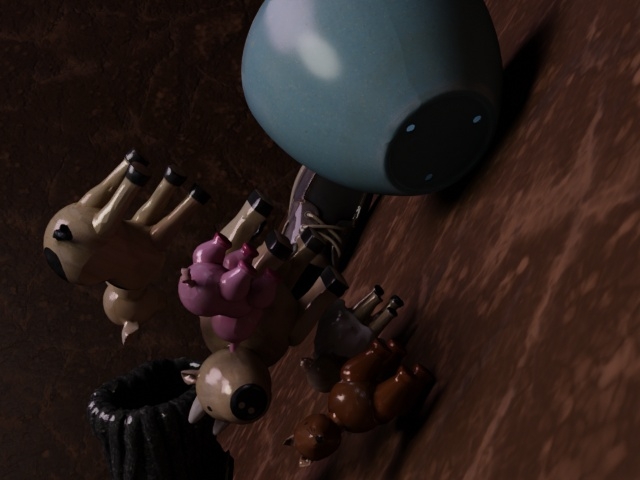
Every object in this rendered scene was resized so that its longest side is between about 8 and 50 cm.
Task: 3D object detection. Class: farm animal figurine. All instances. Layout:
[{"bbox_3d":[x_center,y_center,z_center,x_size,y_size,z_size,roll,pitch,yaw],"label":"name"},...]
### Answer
[{"bbox_3d":[-0.080,0.067,0.870,0.172,0.330,0.327,-49,8,11],"label":"farm animal figurine"}]

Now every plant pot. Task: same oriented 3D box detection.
[{"bbox_3d":[0.083,-0.160,1.069,0.290,0.290,0.195,-58,43,27],"label":"plant pot"}]

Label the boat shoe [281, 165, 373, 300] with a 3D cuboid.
[{"bbox_3d":[0.000,0.000,1.548,0.130,0.132,0.355,-100,29,-63],"label":"boat shoe"}]

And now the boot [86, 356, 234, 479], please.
[{"bbox_3d":[-0.148,0.243,1.030,0.348,0.131,0.260,-140,41,-82],"label":"boot"}]
